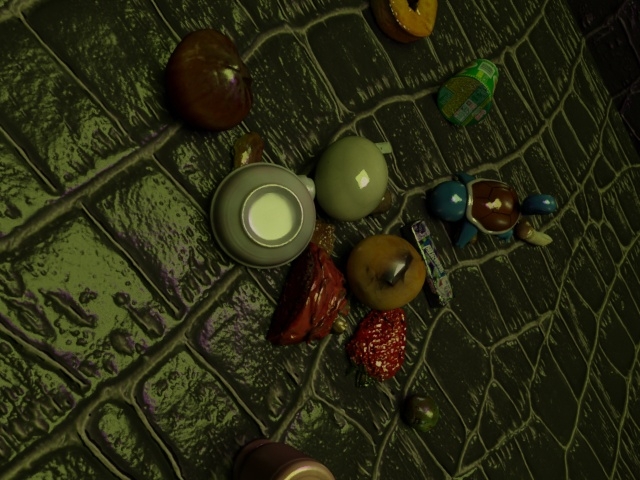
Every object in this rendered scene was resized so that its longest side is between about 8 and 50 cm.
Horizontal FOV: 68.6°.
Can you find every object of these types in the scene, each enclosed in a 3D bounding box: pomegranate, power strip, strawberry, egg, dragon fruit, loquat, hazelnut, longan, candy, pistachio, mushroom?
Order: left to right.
[{"bbox_3d":[-0.279,-0.408,1.191,0.217,0.217,0.251,-8,87,-34],"label":"hazelnut"},{"bbox_3d":[-0.204,-0.236,1.302,0.090,0.049,0.172,26,68,-27],"label":"pistachio"},{"bbox_3d":[0.014,0.168,1.303,0.205,0.152,0.316,28,71,-30],"label":"dragon fruit"},{"bbox_3d":[0.090,-0.181,1.385,0.219,0.219,0.269,22,73,-29],"label":"egg"},{"bbox_3d":[0.179,-0.126,1.510,0.114,0.092,0.113,-3,94,-41],"label":"longan"},{"bbox_3d":[0.206,-0.315,1.607,0.090,0.016,0.040,-14,88,-35],"label":"power strip"},{"bbox_3d":[0.191,0.315,1.429,0.188,0.106,0.286,38,62,-24],"label":"strawberry"},{"bbox_3d":[0.190,0.095,1.396,0.235,0.235,0.234,7,78,-33],"label":"loquat"},{"bbox_3d":[0.324,0.534,1.484,0.142,0.115,0.114,-21,93,-59],"label":"pomegranate"},{"bbox_3d":[0.373,0.080,1.620,0.088,0.061,0.312,-27,97,-37],"label":"candy"},{"bbox_3d":[0.907,-0.021,1.991,0.209,0.071,0.084,18,40,-33],"label":"mushroom"}]

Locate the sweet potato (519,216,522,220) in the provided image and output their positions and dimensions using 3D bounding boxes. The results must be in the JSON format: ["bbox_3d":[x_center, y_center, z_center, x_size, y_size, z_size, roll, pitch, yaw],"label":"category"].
[{"bbox_3d":[0.700,-0.145,1.861,0.252,0.097,0.097,23,69,-20],"label":"sweet potato"}]

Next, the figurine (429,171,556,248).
[{"bbox_3d":[0.605,-0.113,1.696,0.417,0.243,0.297,5,86,10],"label":"figurine"}]

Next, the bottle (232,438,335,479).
[{"bbox_3d":[-0.085,0.561,1.088,0.207,0.297,0.172,-1,82,-29],"label":"bottle"}]

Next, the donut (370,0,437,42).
[{"bbox_3d":[0.301,-0.862,1.717,0.303,0.110,0.302,8,75,-34],"label":"donut"}]

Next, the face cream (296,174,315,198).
[{"bbox_3d":[-0.070,-0.143,1.350,0.095,0.091,0.091,-3,83,-25],"label":"face cream"}]

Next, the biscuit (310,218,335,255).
[{"bbox_3d":[0.000,0.000,1.412,0.120,0.019,0.129,-8,86,-34],"label":"biscuit"}]

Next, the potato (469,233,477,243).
[{"bbox_3d":[0.575,-0.029,1.786,0.051,0.040,0.083,28,68,-36],"label":"potato"}]

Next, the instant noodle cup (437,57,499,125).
[{"bbox_3d":[0.585,-0.592,1.814,0.207,0.207,0.232,49,53,-16],"label":"instant noodle cup"}]

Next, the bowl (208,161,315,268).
[{"bbox_3d":[-0.137,-0.063,1.210,0.287,0.144,0.286,-1,93,-19],"label":"bowl"}]
